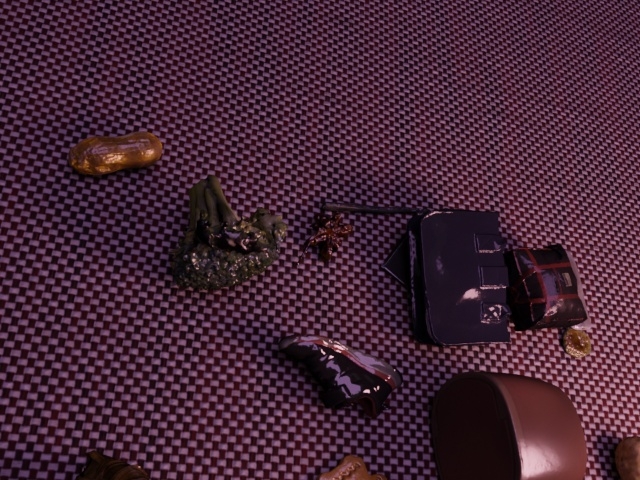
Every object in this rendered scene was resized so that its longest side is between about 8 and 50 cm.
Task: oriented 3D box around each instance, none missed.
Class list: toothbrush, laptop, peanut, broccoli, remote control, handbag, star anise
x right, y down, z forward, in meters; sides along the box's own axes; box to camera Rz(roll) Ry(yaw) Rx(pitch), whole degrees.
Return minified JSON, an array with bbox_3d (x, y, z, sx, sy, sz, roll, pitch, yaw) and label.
[{"bbox_3d":[0.142,-0.076,1.672,0.298,0.030,0.030,4,75,-19],"label":"toothbrush"},{"bbox_3d":[0.244,0.044,1.661,0.129,0.016,0.180,40,60,1],"label":"laptop"},{"bbox_3d":[-0.457,-0.196,1.479,0.207,0.087,0.087,-14,72,-26],"label":"peanut"},{"bbox_3d":[-0.207,-0.027,1.405,0.263,0.247,0.243,-20,67,-3],"label":"broccoli"},{"bbox_3d":[0.670,0.125,1.758,0.073,0.044,0.229,6,62,-24],"label":"remote control"},{"bbox_3d":[0.794,0.578,1.556,0.137,0.122,0.253,-43,90,-21],"label":"peanut"},{"bbox_3d":[0.345,0.090,1.598,0.269,0.118,0.325,2,81,-19],"label":"handbag"},{"bbox_3d":[0.545,0.119,1.654,0.170,0.155,0.215,-7,72,-18],"label":"handbag"},{"bbox_3d":[0.000,0.000,1.565,0.097,0.070,0.190,39,62,-2],"label":"star anise"}]

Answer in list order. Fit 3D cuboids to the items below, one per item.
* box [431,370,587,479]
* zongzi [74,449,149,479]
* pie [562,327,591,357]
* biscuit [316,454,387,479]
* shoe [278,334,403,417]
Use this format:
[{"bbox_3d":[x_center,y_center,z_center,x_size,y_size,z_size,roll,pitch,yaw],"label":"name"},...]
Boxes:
[{"bbox_3d":[0.399,0.421,1.404,0.216,0.301,0.300,3,65,-27],"label":"box"},{"bbox_3d":[-0.342,0.523,1.099,0.289,0.134,0.285,9,60,33],"label":"zongzi"},{"bbox_3d":[0.661,0.264,1.707,0.085,0.020,0.084,7,64,-16],"label":"pie"},{"bbox_3d":[0.088,0.558,1.358,0.166,0.036,0.225,-26,77,-29],"label":"biscuit"},{"bbox_3d":[0.032,0.294,1.421,0.291,0.114,0.137,26,66,-11],"label":"shoe"}]
